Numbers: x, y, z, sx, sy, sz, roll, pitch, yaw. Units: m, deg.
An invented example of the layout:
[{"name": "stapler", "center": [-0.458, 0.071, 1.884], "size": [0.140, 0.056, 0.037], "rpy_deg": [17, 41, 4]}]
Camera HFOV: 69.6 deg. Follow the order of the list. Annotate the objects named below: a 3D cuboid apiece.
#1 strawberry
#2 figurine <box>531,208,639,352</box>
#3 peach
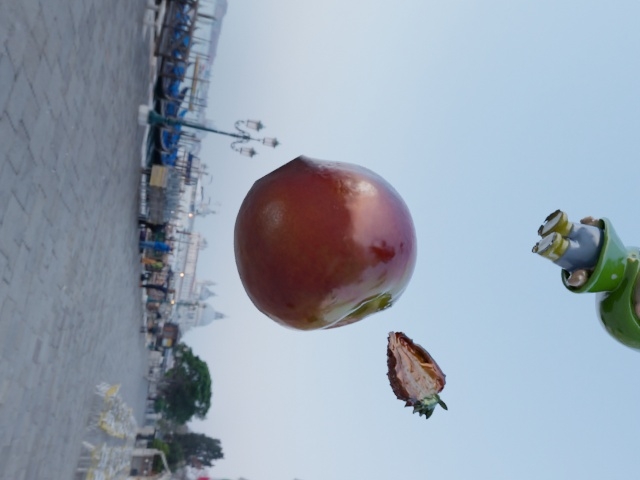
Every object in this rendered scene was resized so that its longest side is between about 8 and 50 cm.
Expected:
[{"name": "strawberry", "center": [0.200, 0.306, 1.034], "size": [0.085, 0.192, 0.140], "rpy_deg": [-45, -166, 51]}, {"name": "figurine", "center": [0.415, 0.054, 0.616], "size": [0.162, 0.263, 0.143], "rpy_deg": [-57, 176, -39]}, {"name": "peach", "center": [0.000, 0.000, 0.968], "size": [0.388, 0.388, 0.388], "rpy_deg": [-171, -90, -73]}]
